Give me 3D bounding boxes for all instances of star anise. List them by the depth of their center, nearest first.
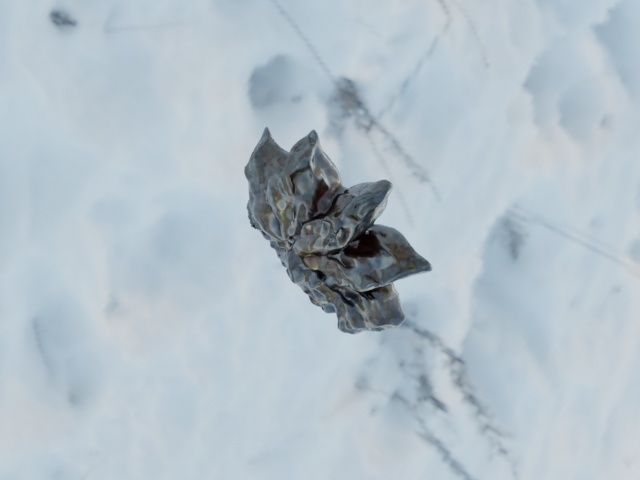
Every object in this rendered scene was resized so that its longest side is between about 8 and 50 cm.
[{"bbox_3d":[0.001,0.001,1.601,0.109,0.236,0.223,-40,156,-28],"label":"star anise"}]
